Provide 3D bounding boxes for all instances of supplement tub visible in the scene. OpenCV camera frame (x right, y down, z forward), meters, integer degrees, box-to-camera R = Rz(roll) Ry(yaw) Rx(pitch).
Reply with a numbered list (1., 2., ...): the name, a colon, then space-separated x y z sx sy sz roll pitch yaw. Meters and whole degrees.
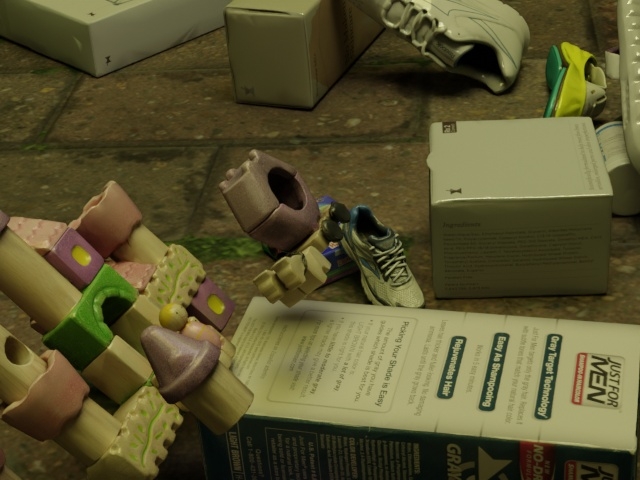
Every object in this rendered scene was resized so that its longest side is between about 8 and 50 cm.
1. supplement tub: 0.342 -0.083 1.463 0.071 0.071 0.107 -1 30 6

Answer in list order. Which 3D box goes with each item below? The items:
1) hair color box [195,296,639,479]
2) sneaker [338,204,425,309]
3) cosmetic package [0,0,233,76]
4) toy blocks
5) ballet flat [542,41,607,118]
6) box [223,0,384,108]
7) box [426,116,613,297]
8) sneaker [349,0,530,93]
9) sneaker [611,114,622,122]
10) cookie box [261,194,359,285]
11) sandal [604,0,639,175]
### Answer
1. hair color box: 0.089 0.145 1.085 0.347 0.105 0.174 3 32 14
2. sneaker: 0.062 0.020 1.313 0.052 0.058 0.135 -24 63 -27
3. cosmetic package: -0.292 -0.393 2.052 0.284 0.097 0.377 27 43 37
4. toy blocks: -0.194 0.035 1.041 0.309 0.260 0.288 -37 16 30
5. ballet flat: 0.327 -0.192 1.652 0.077 0.077 0.231 16 31 2
6. box: -0.014 -0.317 1.835 0.121 0.148 0.311 8 35 21
7. box: 0.205 -0.038 1.360 0.182 0.119 0.181 -2 31 5
8. sneaker: 0.152 -0.299 1.729 0.297 0.111 0.129 23 40 -11
9. sneaker: 0.425 -0.125 1.540 0.170 0.051 0.089 -16 29 -23
10. cookie box: 0.000 0.000 1.402 0.092 0.040 0.107 -21 34 -26
11. sandal: 0.396 -0.194 1.502 0.169 0.102 0.416 28 46 -6
